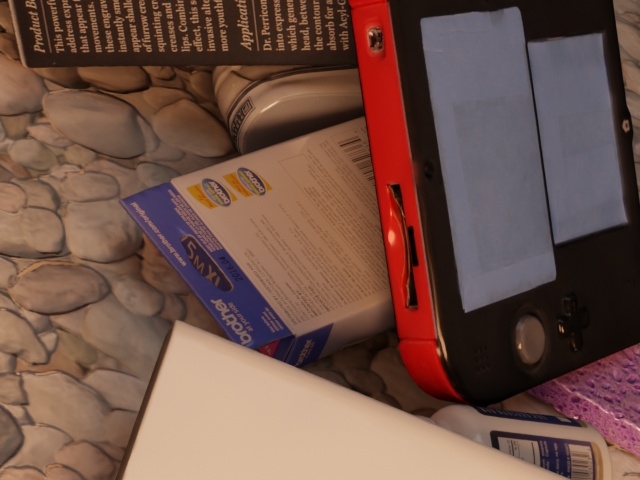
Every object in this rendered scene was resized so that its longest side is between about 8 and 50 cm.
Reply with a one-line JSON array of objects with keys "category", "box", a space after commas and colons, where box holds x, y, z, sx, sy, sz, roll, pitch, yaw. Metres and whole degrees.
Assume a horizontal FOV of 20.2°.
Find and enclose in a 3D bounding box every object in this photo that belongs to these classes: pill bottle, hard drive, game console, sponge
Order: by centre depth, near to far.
[{"category": "hard drive", "box": [0.027, 0.222, 1.227, 0.353, 0.047, 0.233, 23, 57, -10]}, {"category": "pill bottle", "box": [0.129, 0.175, 1.374, 0.169, 0.094, 0.094, 10, 39, -25]}, {"category": "game console", "box": [0.165, -0.077, 1.478, 0.342, 0.060, 0.386, -13, 97, -46]}, {"category": "sponge", "box": [0.284, 0.143, 1.576, 0.210, 0.031, 0.117, 30, 34, 2]}]

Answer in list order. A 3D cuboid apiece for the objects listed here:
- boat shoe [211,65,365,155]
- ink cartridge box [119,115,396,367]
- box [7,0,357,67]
[{"category": "boat shoe", "box": [0.062, -0.147, 1.717, 0.367, 0.135, 0.156, -6, 44, -26]}, {"category": "ink cartridge box", "box": [0.000, 0.000, 1.506, 0.311, 0.065, 0.186, -19, 58, -38]}, {"category": "box", "box": [-0.068, -0.317, 1.623, 0.396, 0.212, 0.293, 1, 36, 8]}]
